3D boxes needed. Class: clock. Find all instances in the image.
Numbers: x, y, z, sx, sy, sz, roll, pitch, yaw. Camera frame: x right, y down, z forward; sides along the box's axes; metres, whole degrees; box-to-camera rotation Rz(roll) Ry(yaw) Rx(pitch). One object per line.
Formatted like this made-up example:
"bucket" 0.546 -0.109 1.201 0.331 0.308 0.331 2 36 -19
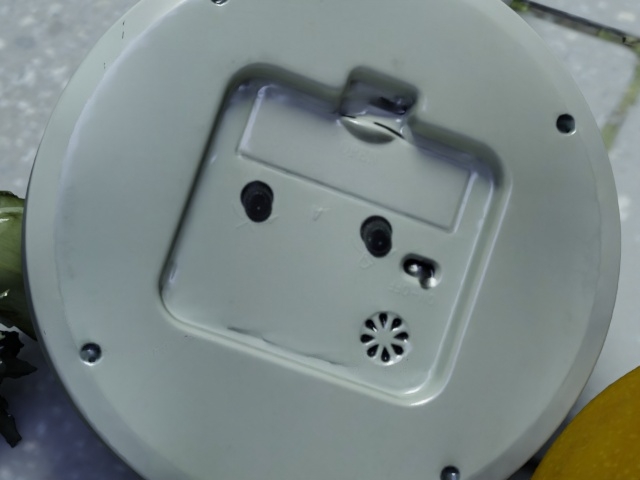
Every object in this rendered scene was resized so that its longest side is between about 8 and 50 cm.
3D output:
"clock" 0.000 0.000 0.663 0.230 0.083 0.230 1 85 -11

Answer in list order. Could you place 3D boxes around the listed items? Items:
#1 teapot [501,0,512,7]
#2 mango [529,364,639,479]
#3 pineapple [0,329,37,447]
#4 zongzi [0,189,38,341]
"teapot" 0.029 -0.130 0.797 0.145 0.092 0.226 -25 59 -5
"mango" 0.124 0.131 0.617 0.227 0.099 0.136 -45 67 -10
"pineapple" -0.236 0.098 0.692 0.251 0.125 0.125 -30 58 -23
"zongzi" -0.100 0.032 0.705 0.055 0.109 0.119 -47 62 14
